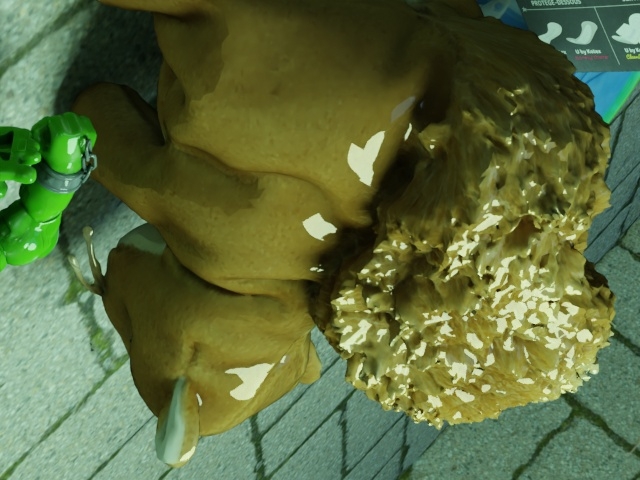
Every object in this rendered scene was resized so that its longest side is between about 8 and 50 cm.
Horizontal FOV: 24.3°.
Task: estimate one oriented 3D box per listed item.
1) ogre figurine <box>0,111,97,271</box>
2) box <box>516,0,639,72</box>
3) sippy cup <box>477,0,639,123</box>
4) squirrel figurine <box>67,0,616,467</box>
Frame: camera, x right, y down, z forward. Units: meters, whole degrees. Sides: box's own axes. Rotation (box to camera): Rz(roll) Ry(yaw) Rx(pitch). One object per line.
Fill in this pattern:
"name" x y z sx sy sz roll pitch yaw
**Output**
"ogre figurine" -0.231 -0.008 0.926 0.197 0.097 0.118 -43 157 -25
"box" 0.261 -0.246 1.061 0.247 0.163 0.142 -47 121 -28
"sippy cup" 0.141 -0.179 1.269 0.240 0.224 0.305 -55 161 16
"squirrel figurine" 0.000 0.000 1.011 0.281 0.397 0.370 -30 143 -57
